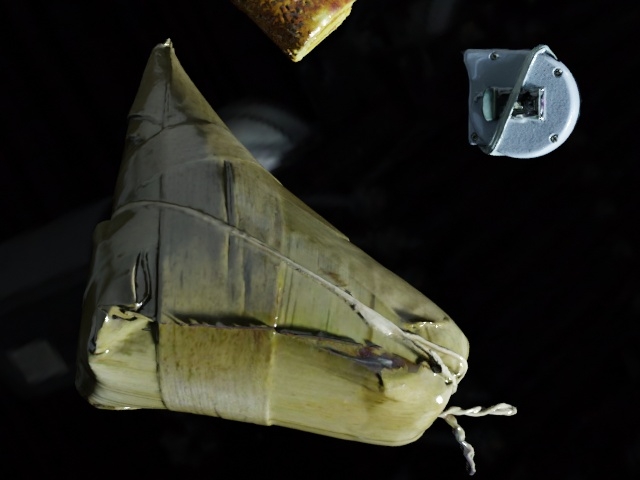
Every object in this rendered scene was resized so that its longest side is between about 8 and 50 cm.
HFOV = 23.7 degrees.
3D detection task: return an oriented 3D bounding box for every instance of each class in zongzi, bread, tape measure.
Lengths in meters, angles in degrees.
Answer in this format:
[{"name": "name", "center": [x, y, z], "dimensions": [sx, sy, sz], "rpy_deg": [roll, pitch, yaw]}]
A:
[{"name": "zongzi", "center": [0.002, -0.010, 1.717], "dimensions": [0.500, 0.218, 0.466], "rpy_deg": [10, -114, 0]}, {"name": "bread", "center": [-0.051, -0.314, 1.856], "dimensions": [0.132, 0.172, 0.103], "rpy_deg": [-46, 178, -33]}, {"name": "tape measure", "center": [0.318, -0.219, 2.414], "dimensions": [0.181, 0.182, 0.107], "rpy_deg": [-4, -177, 20]}]
